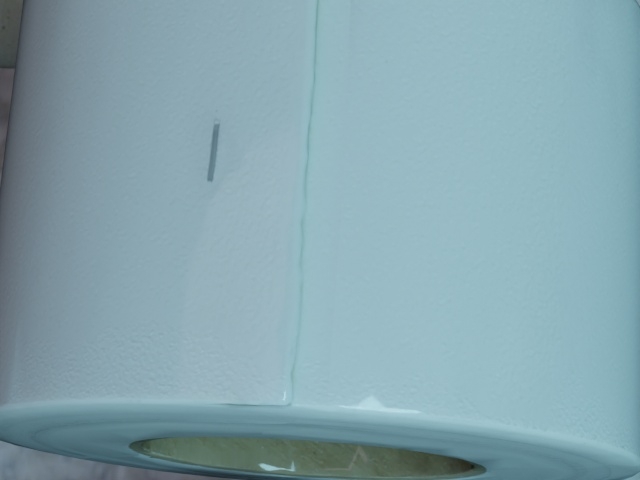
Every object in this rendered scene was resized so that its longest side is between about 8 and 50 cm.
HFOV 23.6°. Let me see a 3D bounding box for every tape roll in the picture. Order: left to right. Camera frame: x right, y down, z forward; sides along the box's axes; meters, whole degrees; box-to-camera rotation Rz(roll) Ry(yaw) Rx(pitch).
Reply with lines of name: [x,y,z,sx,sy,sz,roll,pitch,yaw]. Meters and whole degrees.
tape roll: [0.000,0.000,0.580,0.246,0.246,0.169,-3,75,28]

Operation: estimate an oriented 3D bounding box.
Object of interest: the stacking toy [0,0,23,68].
stacking toy: [-0.190,-0.338,0.799,0.350,0.350,0.480,-46,41,10]
